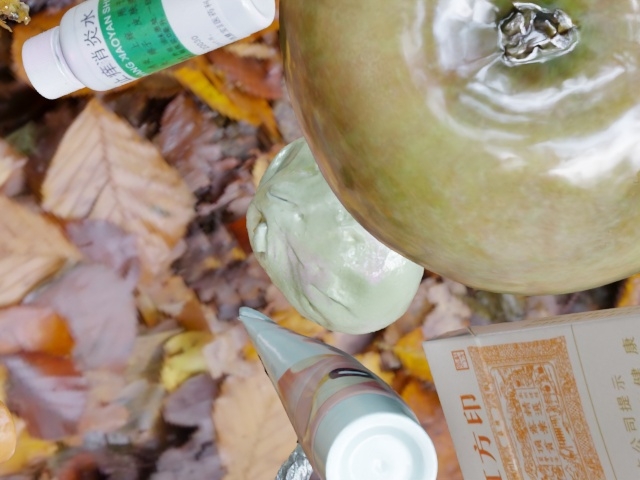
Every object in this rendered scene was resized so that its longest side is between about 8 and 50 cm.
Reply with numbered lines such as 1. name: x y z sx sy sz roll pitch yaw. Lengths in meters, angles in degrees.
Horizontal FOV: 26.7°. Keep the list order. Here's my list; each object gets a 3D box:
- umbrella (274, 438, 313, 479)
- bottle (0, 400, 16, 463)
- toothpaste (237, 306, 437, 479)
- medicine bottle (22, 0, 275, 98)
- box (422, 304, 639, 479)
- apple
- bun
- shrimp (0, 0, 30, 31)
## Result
1. umbrella: -0.026 0.290 1.790 0.050 0.046 0.188 38 80 -51
2. bottle: -0.362 0.188 1.188 0.187 0.069 0.069 -12 82 -48
3. toothpaste: 0.003 0.055 0.493 0.056 0.205 0.036 29 92 -11
4. medicine bottle: -0.177 -0.216 1.365 0.095 0.260 0.095 47 33 -45
5. box: 0.251 0.173 1.311 0.051 0.365 0.204 -19 93 -33
6. apple: 0.106 -0.098 0.658 0.257 0.234 0.256 0 94 2
7. bun: 0.000 0.000 1.752 0.179 0.283 0.283 -22 87 -28
8. shrimp: -0.448 -0.385 1.779 0.287 0.063 0.152 50 54 -65
